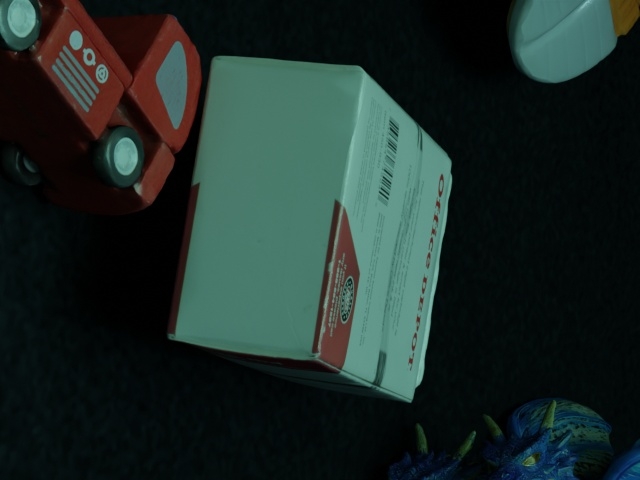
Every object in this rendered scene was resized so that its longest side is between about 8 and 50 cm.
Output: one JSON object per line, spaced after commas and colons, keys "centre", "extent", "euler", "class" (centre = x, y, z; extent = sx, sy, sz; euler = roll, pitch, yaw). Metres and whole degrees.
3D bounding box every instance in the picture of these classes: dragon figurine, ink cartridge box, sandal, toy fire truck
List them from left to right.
{"centre": [-0.087, -0.115, 0.608], "extent": [0.192, 0.047, 0.135], "euler": [55, 49, -41], "class": "toy fire truck"}
{"centre": [0.000, 0.000, 0.693], "extent": [0.135, 0.056, 0.099], "euler": [34, 63, -71], "class": "ink cartridge box"}
{"centre": [0.132, 0.118, 0.886], "extent": [0.289, 0.085, 0.144], "euler": [-18, 107, -50], "class": "dragon figurine"}
{"centre": [0.139, -0.182, 0.880], "extent": [0.265, 0.076, 0.102], "euler": [-54, 157, -21], "class": "sandal"}
